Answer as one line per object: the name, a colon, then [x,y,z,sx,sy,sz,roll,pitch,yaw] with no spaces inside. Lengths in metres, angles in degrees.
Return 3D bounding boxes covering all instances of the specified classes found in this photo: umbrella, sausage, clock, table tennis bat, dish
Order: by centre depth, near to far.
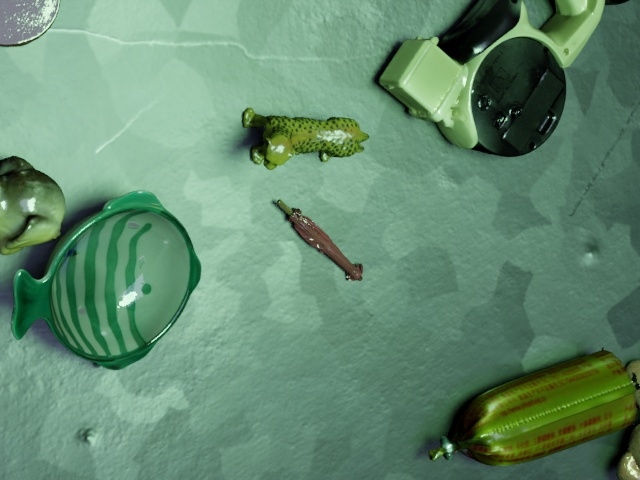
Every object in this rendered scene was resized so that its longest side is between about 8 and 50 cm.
table tennis bat: [-0.367,-0.330,1.172,0.130,0.019,0.220,-13,103,-20]
dish: [-0.260,0.042,1.210,0.246,0.078,0.224,-10,116,-41]
umbrella: [0.000,0.000,1.363,0.165,0.025,0.027,44,61,-24]
clock: [0.266,-0.301,1.386,0.276,0.120,0.379,32,85,-28]
sausage: [0.298,0.255,1.464,0.317,0.125,0.117,-16,102,-19]

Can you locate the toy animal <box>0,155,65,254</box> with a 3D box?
toy animal: [-0.405,-0.058,1.145,0.233,0.121,0.169,46,63,-11]

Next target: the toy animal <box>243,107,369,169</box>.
toy animal: [-0.004,-0.123,1.285,0.181,0.136,0.073,2,96,-23]

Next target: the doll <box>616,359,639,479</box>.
doll: [0.566,0.244,1.586,0.201,0.156,0.303,6,72,17]
